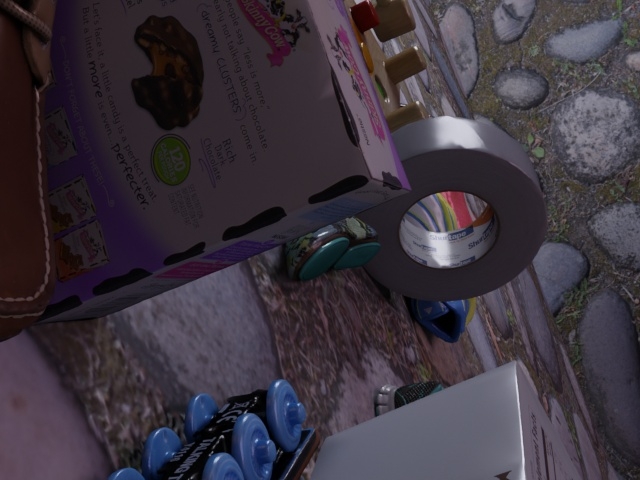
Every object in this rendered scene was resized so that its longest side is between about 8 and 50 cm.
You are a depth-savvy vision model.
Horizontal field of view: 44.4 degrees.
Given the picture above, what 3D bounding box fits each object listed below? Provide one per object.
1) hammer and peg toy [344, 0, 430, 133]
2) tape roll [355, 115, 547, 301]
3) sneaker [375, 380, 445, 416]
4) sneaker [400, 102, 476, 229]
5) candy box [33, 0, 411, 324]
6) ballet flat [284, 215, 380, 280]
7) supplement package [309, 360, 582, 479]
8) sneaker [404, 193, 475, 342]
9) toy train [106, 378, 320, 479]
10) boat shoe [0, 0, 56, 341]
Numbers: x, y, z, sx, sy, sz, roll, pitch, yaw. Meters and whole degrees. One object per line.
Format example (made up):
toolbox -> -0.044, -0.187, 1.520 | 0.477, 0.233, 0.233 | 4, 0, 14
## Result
hammer and peg toy -> 0.032, -0.278, 1.013 | 0.266, 0.127, 0.361 | 55, 23, -28
tape roll -> 0.145, -0.032, 0.907 | 0.219, 0.219, 0.072 | 55, 22, -33
sneaker -> 0.099, 0.202, 0.752 | 0.065, 0.076, 0.167 | 48, 28, -42
sneaker -> 0.169, -0.055, 1.154 | 0.314, 0.115, 0.136 | 61, 22, -19
candy box -> -0.076, -0.066, 0.395 | 0.070, 0.196, 0.165 | 5, 65, -68
ballet flat -> 0.000, 0.000, 0.750 | 0.188, 0.070, 0.070 | 4, 66, -71
supplement package -> 0.104, 0.216, 0.429 | 0.244, 0.139, 0.134 | 61, 18, -10
sneaker -> 0.151, 0.032, 1.050 | 0.240, 0.091, 0.126 | 62, 21, -20
toy train -> -0.051, 0.148, 0.423 | 0.184, 0.080, 0.105 | -38, 114, -72
boat shoe -> -0.168, -0.118, 0.325 | 0.123, 0.116, 0.325 | 1, 68, -69
